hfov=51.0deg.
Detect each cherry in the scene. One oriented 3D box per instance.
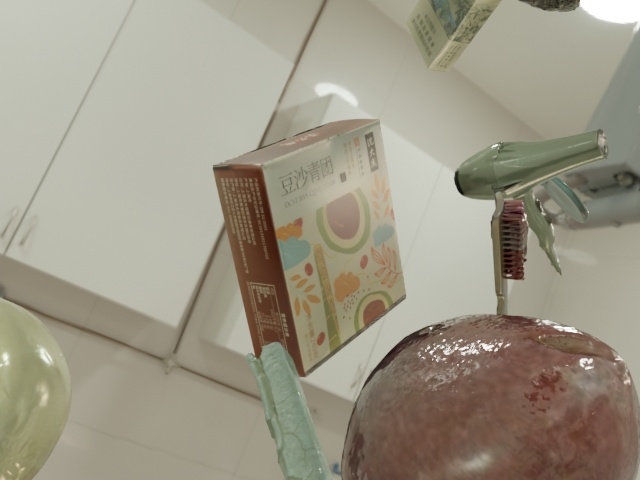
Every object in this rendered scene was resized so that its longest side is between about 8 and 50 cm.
[{"bbox_3d":[0.152,0.177,0.611,0.221,0.261,0.307,49,-49,-4],"label":"cherry"}]

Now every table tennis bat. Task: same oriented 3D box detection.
[{"bbox_3d":[0.551,-0.132,1.602,0.237,0.038,0.149,51,6,32],"label":"table tennis bat"}]

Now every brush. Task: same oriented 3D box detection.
[{"bbox_3d":[0.290,0.063,1.023,0.050,0.060,0.321,2,-45,18],"label":"brush"}]

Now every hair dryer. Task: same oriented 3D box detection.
[{"bbox_3d":[0.369,-0.072,1.034,0.267,0.092,0.229,37,-39,-15],"label":"hair dryer"}]

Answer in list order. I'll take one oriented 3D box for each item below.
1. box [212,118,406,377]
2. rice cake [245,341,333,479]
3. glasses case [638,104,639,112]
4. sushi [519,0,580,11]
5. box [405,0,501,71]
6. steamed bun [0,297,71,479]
[{"bbox_3d":[0.000,0.000,1.254,0.122,0.386,0.344,4,23,39],"label":"box"},{"bbox_3d":[-0.029,0.263,0.861,0.066,0.063,0.336,60,1,-38],"label":"rice cake"},{"bbox_3d":[0.849,-0.333,1.529,0.113,0.075,0.297,28,-14,-4],"label":"glasses case"},{"bbox_3d":[0.456,-0.546,1.290,0.126,0.225,0.136,15,-18,14],"label":"sushi"},{"bbox_3d":[0.307,-0.535,1.527,0.069,0.164,0.256,0,-33,-29],"label":"box"},{"bbox_3d":[-0.508,0.247,0.977,0.334,0.311,0.233,63,3,25],"label":"steamed bun"}]
